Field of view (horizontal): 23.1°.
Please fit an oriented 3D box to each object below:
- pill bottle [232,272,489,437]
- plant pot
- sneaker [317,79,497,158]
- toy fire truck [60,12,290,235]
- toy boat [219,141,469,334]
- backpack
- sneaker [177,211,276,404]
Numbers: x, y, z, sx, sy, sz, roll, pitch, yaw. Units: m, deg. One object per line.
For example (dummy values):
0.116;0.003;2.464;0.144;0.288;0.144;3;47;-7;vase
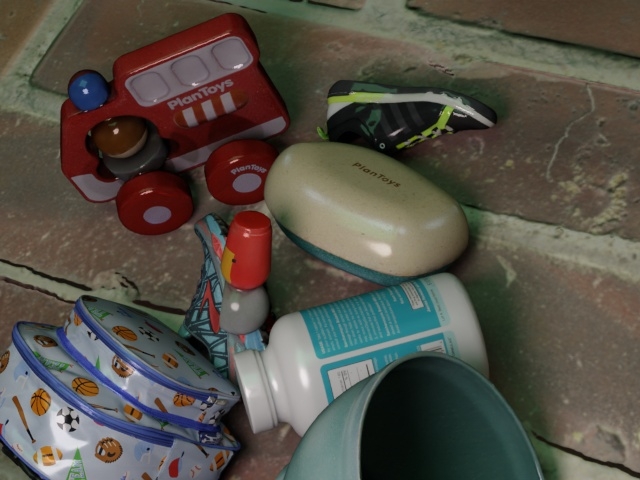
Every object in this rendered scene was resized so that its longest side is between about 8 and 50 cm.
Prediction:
0.042;0.134;1.726;0.264;0.146;0.146;-14;53;-7;pill bottle
0.070;0.280;1.597;0.196;0.293;0.293;-25;48;38;plant pot
0.109;-0.141;1.973;0.235;0.084;0.097;8;86;27;sneaker
-0.195;-0.156;1.976;0.302;0.254;0.169;-19;53;9;toy fire truck
0.000;0.000;1.834;0.267;0.148;0.318;32;38;33;toy boat
-0.239;0.188;1.746;0.276;0.263;0.213;31;103;35;backpack
-0.129;0.080;1.893;0.125;0.104;0.262;-26;53;7;sneaker
